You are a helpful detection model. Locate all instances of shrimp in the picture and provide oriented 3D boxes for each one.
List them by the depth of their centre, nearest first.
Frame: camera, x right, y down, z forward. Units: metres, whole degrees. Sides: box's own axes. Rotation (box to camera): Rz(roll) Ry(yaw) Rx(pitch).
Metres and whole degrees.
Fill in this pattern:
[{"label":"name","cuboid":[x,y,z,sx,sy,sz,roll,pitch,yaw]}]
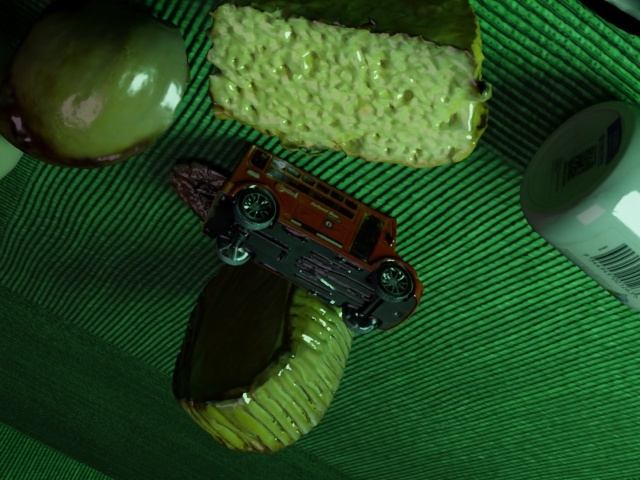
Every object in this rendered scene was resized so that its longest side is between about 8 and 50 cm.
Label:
[{"label":"shrimp","cuboid":[-0.123,-0.038,1.061,0.091,0.034,0.161,-4,138,36]}]

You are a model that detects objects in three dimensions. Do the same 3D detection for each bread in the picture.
[{"label":"bread","cuboid":[0.031,-0.156,0.688,0.229,0.139,0.143,15,145,11]},{"label":"bread","cuboid":[-0.068,0.135,1.083,0.227,0.253,0.142,-12,137,31]}]

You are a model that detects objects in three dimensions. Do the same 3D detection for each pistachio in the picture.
[{"label":"pistachio","cuboid":[-0.227,-0.154,0.841,0.210,0.130,0.165,-24,92,4]}]

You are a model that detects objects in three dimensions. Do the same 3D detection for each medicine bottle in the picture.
[{"label":"medicine bottle","cuboid":[0.290,-0.010,0.746,0.215,0.135,0.135,36,146,-21]}]

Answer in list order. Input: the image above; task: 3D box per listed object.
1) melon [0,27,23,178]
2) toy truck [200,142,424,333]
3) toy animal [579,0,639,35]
[{"label":"melon","cuboid":[-0.441,-0.178,0.869,0.223,0.223,0.317,-5,145,37]},{"label":"toy truck","cuboid":[0.000,0.000,0.966,0.252,0.114,0.107,28,146,-6]},{"label":"toy animal","cuboid":[0.162,-0.227,0.447,0.266,0.212,0.212,31,149,9]}]
